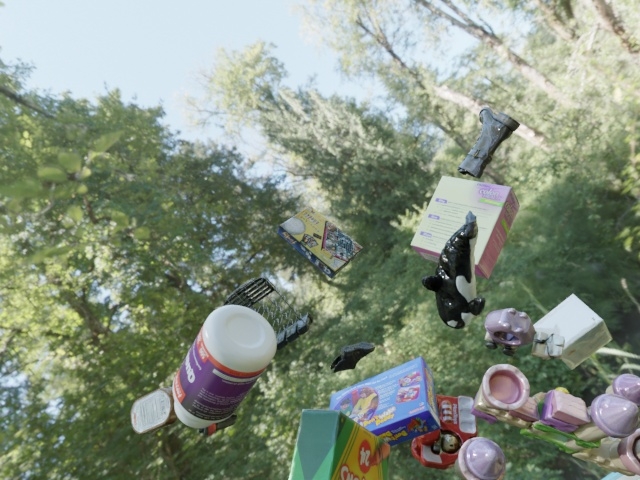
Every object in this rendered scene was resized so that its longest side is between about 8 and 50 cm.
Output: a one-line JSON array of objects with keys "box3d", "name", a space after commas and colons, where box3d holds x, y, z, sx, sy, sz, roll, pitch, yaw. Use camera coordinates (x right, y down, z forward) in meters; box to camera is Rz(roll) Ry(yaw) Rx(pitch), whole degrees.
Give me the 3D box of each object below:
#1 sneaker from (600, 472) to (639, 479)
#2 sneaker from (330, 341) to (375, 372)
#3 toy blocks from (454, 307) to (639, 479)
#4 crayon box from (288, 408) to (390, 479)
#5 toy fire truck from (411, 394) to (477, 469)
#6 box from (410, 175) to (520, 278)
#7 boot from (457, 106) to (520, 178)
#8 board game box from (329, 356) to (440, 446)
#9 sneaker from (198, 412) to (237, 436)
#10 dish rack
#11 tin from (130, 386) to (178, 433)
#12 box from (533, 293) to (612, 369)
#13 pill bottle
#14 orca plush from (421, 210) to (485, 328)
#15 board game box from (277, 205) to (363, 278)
[{"box3d": [0.630, 0.432, 0.721, 0.127, 0.208, 0.319, 18, -61, -39], "name": "sneaker"}, {"box3d": [0.119, 0.427, 1.617, 0.170, 0.051, 0.089, -2, -72, -29], "name": "sneaker"}, {"box3d": [0.374, 0.246, 0.650, 0.260, 0.288, 0.309, 79, -146, -58], "name": "toy blocks"}, {"box3d": [0.022, 0.457, 0.696, 0.202, 0.081, 0.319, 48, -137, -41], "name": "crayon box"}, {"box3d": [0.487, 0.734, 1.731, 0.302, 0.253, 0.169, -74, -17, -51], "name": "toy fire truck"}, {"box3d": [0.422, -0.043, 1.297, 0.117, 0.213, 0.243, 36, -103, -48], "name": "box"}, {"box3d": [0.546, -0.330, 1.524, 0.229, 0.091, 0.263, -56, 12, 18], "name": "boot"}, {"box3d": [0.184, 0.521, 1.370, 0.347, 0.078, 0.233, -29, 16, 19], "name": "board game box"}, {"box3d": [-0.327, 0.469, 1.406, 0.135, 0.276, 0.098, -1, -40, -24], "name": "sneaker"}, {"box3d": [-0.179, 0.247, 1.483, 0.208, 0.271, 0.074, -36, 16, 11], "name": "dish rack"}, {"box3d": [-0.482, 0.493, 1.290, 0.189, 0.106, 0.040, -30, -30, 23], "name": "tin"}, {"box3d": [0.629, 0.231, 1.108, 0.130, 0.091, 0.170, -43, -45, 11], "name": "box"}, {"box3d": [-0.251, 0.324, 1.103, 0.181, 0.181, 0.323, -25, -28, -58], "name": "pill bottle"}, {"box3d": [0.268, 0.083, 0.925, 0.102, 0.151, 0.287, -12, -40, -7], "name": "orca plush"}, {"box3d": [0.000, 0.000, 1.485, 0.165, 0.243, 0.042, -36, -21, -40], "name": "board game box"}]
